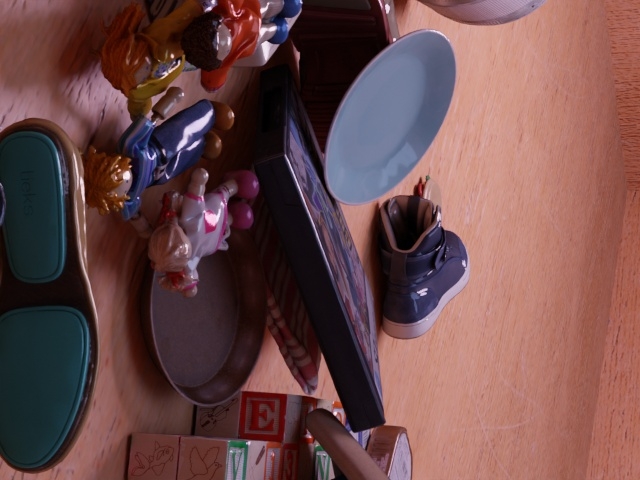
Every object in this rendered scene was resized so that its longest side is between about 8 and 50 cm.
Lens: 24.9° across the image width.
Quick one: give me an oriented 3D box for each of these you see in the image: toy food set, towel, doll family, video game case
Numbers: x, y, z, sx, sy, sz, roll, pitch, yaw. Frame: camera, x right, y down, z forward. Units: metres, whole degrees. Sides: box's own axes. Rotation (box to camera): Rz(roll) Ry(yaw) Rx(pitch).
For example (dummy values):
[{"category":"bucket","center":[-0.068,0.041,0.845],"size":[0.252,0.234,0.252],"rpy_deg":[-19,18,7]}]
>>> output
[{"category":"toy food set","center":[0.146,-0.046,1.965],"size":[0.082,0.020,0.083],"rpy_deg":[38,57,-66]},{"category":"towel","center":[-0.030,0.032,1.375],"size":[0.144,0.029,0.197],"rpy_deg":[-79,150,-52]},{"category":"doll family","center":[-0.118,-0.089,1.095],"size":[0.163,0.118,0.263],"rpy_deg":[-38,144,-59]},{"category":"video game case","center":[0.000,0.000,1.341],"size":[0.248,0.035,0.275],"rpy_deg":[-91,163,-66]}]

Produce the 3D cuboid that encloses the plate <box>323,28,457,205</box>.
[{"category":"plate","center":[0.062,-0.120,1.389],"size":[0.188,0.024,0.188],"rpy_deg":[-35,144,-30]}]

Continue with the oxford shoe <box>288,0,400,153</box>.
[{"category":"oxford shoe","center":[0.035,-0.202,1.458],"size":[0.348,0.123,0.130],"rpy_deg":[82,9,-60]}]

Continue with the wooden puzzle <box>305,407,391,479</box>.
[{"category":"wooden puzzle","center":[0.082,0.357,1.260],"size":[0.322,0.080,0.348],"rpy_deg":[43,-26,53]}]

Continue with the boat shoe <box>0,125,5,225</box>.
[{"category":"boat shoe","center":[-0.235,-0.042,0.787],"size":[0.254,0.079,0.095],"rpy_deg":[45,50,-64]}]

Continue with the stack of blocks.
[{"category":"stack of blocks","center":[-0.068,0.217,1.275],"size":[0.297,0.087,0.171],"rpy_deg":[23,70,-69]}]

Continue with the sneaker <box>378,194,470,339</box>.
[{"category":"sneaker","center":[0.135,0.000,1.837],"size":[0.226,0.086,0.163],"rpy_deg":[-55,145,-56]}]

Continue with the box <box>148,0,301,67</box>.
[{"category":"box","center":[-0.094,-0.280,1.146],"size":[0.113,0.094,0.275],"rpy_deg":[-62,148,-52]}]

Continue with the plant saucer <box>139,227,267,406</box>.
[{"category":"plant saucer","center":[-0.101,0.054,1.218],"size":[0.168,0.029,0.169],"rpy_deg":[3,86,-58]}]

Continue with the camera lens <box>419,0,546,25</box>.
[{"category":"camera lens","center":[0.182,-0.376,1.737],"size":[0.274,0.219,0.219],"rpy_deg":[-2,94,-71]}]

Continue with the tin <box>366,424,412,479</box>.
[{"category":"tin","center":[0.070,0.295,1.656],"size":[0.190,0.040,0.106],"rpy_deg":[-71,151,-43]}]

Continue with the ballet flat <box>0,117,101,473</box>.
[{"category":"ballet flat","center":[-0.180,0.036,0.965],"size":[0.073,0.080,0.232],"rpy_deg":[-31,123,-85]}]

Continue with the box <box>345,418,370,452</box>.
[{"category":"box","center":[0.010,0.271,1.577],"size":[0.225,0.036,0.137],"rpy_deg":[-18,109,-72]}]
